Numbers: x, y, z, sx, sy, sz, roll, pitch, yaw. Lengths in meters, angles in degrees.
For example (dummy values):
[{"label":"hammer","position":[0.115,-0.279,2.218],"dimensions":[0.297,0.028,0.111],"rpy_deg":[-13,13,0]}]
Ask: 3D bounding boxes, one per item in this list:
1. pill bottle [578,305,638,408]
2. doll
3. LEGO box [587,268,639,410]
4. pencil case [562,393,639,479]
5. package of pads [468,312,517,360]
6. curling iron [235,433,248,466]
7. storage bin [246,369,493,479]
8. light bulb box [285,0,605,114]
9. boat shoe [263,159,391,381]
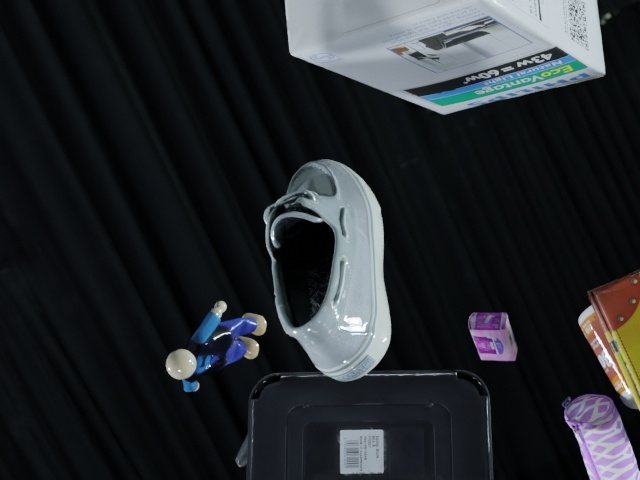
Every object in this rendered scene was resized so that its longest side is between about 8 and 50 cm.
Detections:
[{"label":"pill bottle","position":[0.517,0.192,1.682],"dimensions":[0.121,0.216,0.121],"rpy_deg":[-20,155,-10]},{"label":"doll","position":[-0.139,0.137,1.349],"dimensions":[0.046,0.129,0.189],"rpy_deg":[26,-160,22]},{"label":"LEGO box","position":[0.593,0.212,1.199],"dimensions":[0.372,0.500,0.193],"rpy_deg":[-29,150,21]},{"label":"pencil case","position":[0.464,0.349,1.706],"dimensions":[0.086,0.206,0.088],"rpy_deg":[-4,-151,48]},{"label":"package of pads","position":[0.226,0.127,1.370],"dimensions":[0.050,0.083,0.032],"rpy_deg":[-2,-127,21]},{"label":"curling iron","position":[-0.071,0.252,1.389],"dimensions":[0.035,0.068,0.274],"rpy_deg":[11,149,-20]},{"label":"storage bin","position":[0.039,0.168,0.798],"dimensions":[0.180,0.122,0.084],"rpy_deg":[-2,161,6]},{"label":"light bulb box","position":[0.140,-0.361,1.181],"dimensions":[0.225,0.358,0.361],"rpy_deg":[-10,170,32]},{"label":"boat shoe","position":[-0.001,0.001,0.793],"dimensions":[0.079,0.081,0.227],"rpy_deg":[-32,-142,19]}]
